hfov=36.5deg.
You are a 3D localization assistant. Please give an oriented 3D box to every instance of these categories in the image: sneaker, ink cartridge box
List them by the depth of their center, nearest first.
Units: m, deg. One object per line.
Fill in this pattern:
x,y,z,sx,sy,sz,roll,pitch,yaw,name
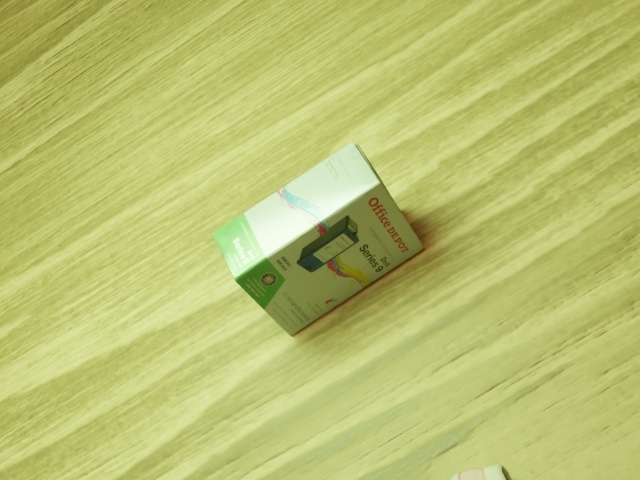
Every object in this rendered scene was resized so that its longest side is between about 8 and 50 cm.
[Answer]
0.177,0.287,0.978,0.070,0.051,0.134,-25,45,19,sneaker
0.000,0.000,1.209,0.212,0.154,0.093,-34,48,3,ink cartridge box
